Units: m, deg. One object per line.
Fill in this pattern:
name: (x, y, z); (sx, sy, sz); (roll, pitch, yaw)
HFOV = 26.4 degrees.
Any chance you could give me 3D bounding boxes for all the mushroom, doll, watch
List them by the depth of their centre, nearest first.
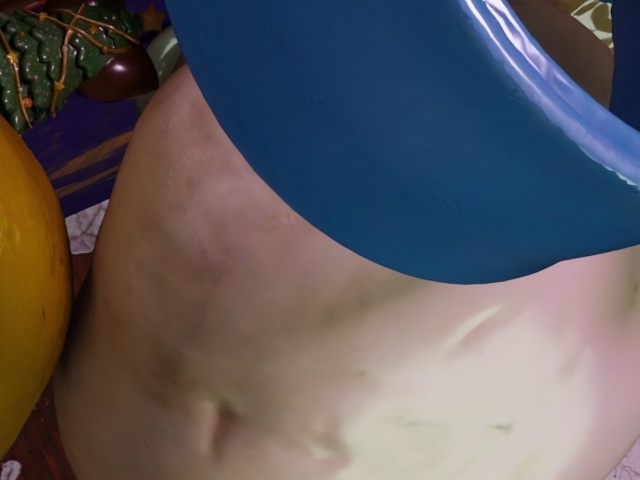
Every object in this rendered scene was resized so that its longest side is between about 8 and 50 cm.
watch: (0.100, -0.088, 0.482); (0.274, 0.305, 0.241); (-35, -173, -37)
mushroom: (0.004, 0.025, 0.729); (0.325, 0.353, 0.353); (-49, -167, -27)
doll: (-0.142, -0.106, 0.752); (0.113, 0.078, 0.076); (-22, -179, 5)

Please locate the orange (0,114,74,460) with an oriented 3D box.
orange: (-0.251, 0.031, 0.628); (0.279, 0.235, 0.279); (-23, 174, -3)

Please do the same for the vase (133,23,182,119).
vase: (-0.054, -0.123, 1.207); (0.173, 0.173, 0.321); (-24, 175, 14)

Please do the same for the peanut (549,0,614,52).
peanut: (0.193, -0.209, 0.771); (0.340, 0.174, 0.158); (-28, 173, 18)
